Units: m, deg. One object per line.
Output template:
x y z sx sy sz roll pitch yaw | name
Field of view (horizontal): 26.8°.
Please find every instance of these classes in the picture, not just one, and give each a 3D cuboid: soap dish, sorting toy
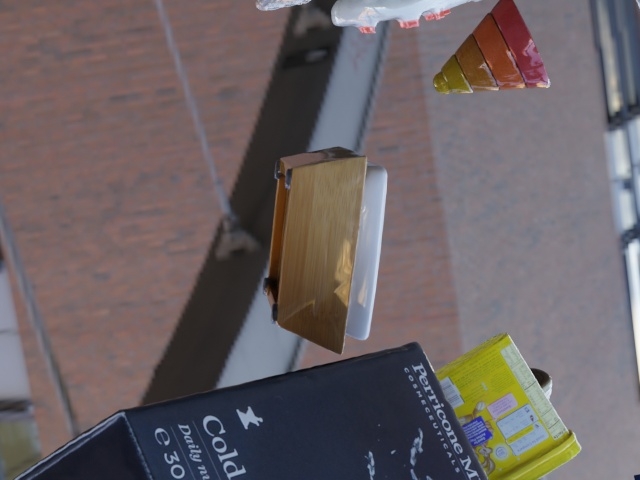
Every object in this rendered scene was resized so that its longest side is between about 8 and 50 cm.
0.000 0.000 1.651 0.118 0.229 0.291 6 -174 -6 | soap dish
0.132 -0.315 1.547 0.126 0.365 0.127 -27 178 10 | sorting toy

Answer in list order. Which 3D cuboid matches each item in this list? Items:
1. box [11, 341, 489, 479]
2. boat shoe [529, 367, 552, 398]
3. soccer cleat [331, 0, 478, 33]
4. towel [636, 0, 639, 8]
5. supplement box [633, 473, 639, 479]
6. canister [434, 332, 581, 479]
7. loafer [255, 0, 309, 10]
-0.023 0.394 1.299 0.297 0.480 0.472 -35 164 31 | box
0.227 0.302 1.999 0.302 0.098 0.109 -35 -156 -14 | boat shoe
0.098 -0.210 1.021 0.196 0.076 0.068 -16 -171 1 | soccer cleat
0.503 -0.335 1.873 0.113 0.152 0.023 -22 178 4 | towel
0.339 0.248 1.242 0.083 0.056 0.083 -13 150 10 | supplement box
0.225 0.215 1.663 0.126 0.170 0.073 -31 179 4 | canister
-0.037 -0.285 1.523 0.039 0.045 0.125 -49 170 27 | loafer
